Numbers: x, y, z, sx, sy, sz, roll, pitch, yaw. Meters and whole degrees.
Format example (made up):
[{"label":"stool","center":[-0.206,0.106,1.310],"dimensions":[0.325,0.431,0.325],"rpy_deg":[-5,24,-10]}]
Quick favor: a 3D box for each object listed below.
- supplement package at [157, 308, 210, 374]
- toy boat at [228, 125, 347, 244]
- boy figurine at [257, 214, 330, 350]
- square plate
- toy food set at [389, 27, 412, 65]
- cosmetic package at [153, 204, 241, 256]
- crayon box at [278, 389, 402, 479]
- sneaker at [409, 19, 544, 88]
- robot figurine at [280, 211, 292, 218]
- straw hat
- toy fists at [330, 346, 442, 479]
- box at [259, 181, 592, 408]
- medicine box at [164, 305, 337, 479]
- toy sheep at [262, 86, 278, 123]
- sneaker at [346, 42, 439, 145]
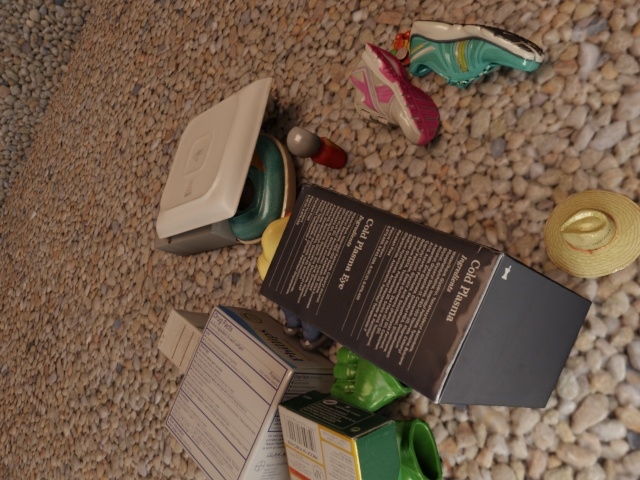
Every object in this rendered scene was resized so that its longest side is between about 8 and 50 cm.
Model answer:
[{"label":"supplement package","center":[-0.273,0.243,1.279],"dimensions":[0.179,0.105,0.105],"rpy_deg":[26,96,42]},{"label":"toy boat","center":[-0.102,-0.148,1.211],"dimensions":[0.318,0.148,0.267],"rpy_deg":[-24,63,34]},{"label":"boy figurine","center":[-0.054,0.070,1.031],"dimensions":[0.177,0.092,0.285],"rpy_deg":[29,142,43]},{"label":"square plate","center":[-0.262,-0.189,1.286],"dimensions":[0.347,0.049,0.343],"rpy_deg":[-12,59,48]},{"label":"toy food set","center":[0.176,-0.391,1.124],"dimensions":[0.083,0.020,0.082],"rpy_deg":[16,89,42]},{"label":"cosmetic package","center":[-0.300,-0.043,1.386],"dimensions":[0.238,0.107,0.127],"rpy_deg":[-15,65,40]},{"label":"crayon box","center":[0.041,0.417,0.870],"dimensions":[0.203,0.083,0.322],"rpy_deg":[0,100,55]},{"label":"sneaker","center":[0.268,-0.324,0.993],"dimensions":[0.275,0.107,0.109],"rpy_deg":[29,117,47]},{"label":"robot figurine","center":[0.000,-0.002,1.096],"dimensions":[0.220,0.158,0.128],"rpy_deg":[3,52,42]},{"label":"straw hat","center":[0.386,-0.018,0.808],"dimensions":[0.145,0.061,0.144],"rpy_deg":[-12,71,38]},{"label":"toy fists","center":[0.095,0.300,0.950],"dimensions":[0.142,0.096,0.279],"rpy_deg":[-34,59,34]},{"label":"box","center":[0.153,0.082,0.792],"dimensions":[0.313,0.343,0.178],"rpy_deg":[24,92,43]},{"label":"medicine box","center":[-0.142,0.317,1.114],"dimensions":[0.264,0.149,0.289],"rpy_deg":[29,97,42]},{"label":"toy sheep","center":[-0.151,-0.321,1.347],"dimensions":[0.091,0.091,0.132],"rpy_deg":[-25,44,34]},{"label":"sneaker","center":[0.134,-0.264,1.080],"dimensions":[0.111,0.103,0.252],"rpy_deg":[-49,51,33]}]
